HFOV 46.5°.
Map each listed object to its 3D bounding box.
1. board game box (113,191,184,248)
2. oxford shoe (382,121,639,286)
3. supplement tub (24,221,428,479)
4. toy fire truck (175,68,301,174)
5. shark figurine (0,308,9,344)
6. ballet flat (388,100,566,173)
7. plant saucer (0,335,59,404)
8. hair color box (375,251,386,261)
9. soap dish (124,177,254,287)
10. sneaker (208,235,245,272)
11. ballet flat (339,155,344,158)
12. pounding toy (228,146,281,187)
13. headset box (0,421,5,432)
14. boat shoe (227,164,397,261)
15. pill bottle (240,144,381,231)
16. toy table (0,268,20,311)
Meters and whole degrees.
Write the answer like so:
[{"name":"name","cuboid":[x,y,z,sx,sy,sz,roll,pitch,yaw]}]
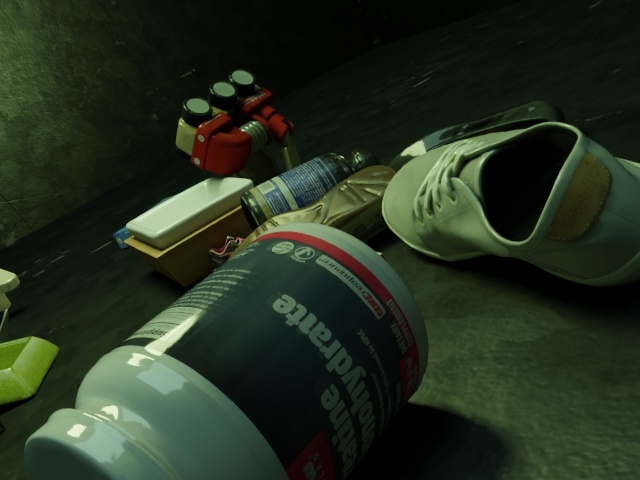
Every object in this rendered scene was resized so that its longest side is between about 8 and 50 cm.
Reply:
[{"name":"board game box","cuboid":[-0.396,-0.060,1.882,0.160,0.047,0.210,-14,20,36]},{"name":"oxford shoe","cuboid":[0.175,-0.057,0.813,0.169,0.130,0.449,-65,23,-1]},{"name":"supplement tub","cuboid":[-0.058,0.125,0.568,0.191,0.191,0.272,-9,24,44]},{"name":"toy fire truck","cuboid":[-0.134,-0.185,1.468,0.217,0.246,0.158,-45,-17,-43]},{"name":"shark figurine","cuboid":[-0.708,0.219,1.353,0.278,0.116,0.166,-13,31,-8]},{"name":"ballet flat","cuboid":[0.231,-0.131,1.108,0.280,0.095,0.096,-23,29,8]},{"name":"plant saucer","cuboid":[-0.533,0.212,1.190,0.188,0.045,0.188,-13,16,-3]},{"name":"hair color box","cuboid":[0.013,0.050,0.937,0.093,0.053,0.167,-32,19,-18]},{"name":"soap dish","cuboid":[-0.228,-0.020,1.391,0.229,0.118,0.291,-32,18,-19]},{"name":"sneaker","cuboid":[-0.135,0.014,1.257,0.119,0.057,0.047,-24,15,3]},{"name":"ballet flat","cuboid":[0.022,-0.111,1.362,0.086,0.086,0.248,-15,19,33]},{"name":"pounding toy","cuboid":[-0.147,-0.195,1.649,0.155,0.269,0.154,-52,-1,-15]},{"name":"headset box","cuboid":[-0.483,0.245,1.016,0.032,0.083,0.062,-14,20,37]},{"name":"boat shoe","cuboid":[0.000,0.000,1.081,0.285,0.089,0.104,-29,42,-1]},{"name":"pill bottle","cuboid":[-0.007,-0.065,1.188,0.219,0.123,0.123,-27,16,-9]},{"name":"toy table","cuboid":[-0.820,0.111,1.693,0.274,0.252,0.161,23,51,22]}]
